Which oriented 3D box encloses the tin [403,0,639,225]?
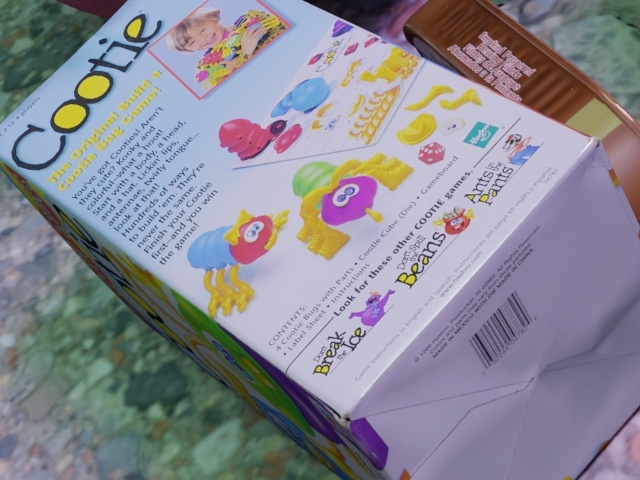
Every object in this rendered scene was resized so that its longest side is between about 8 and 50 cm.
[{"bbox_3d":[0.102,-0.050,0.722,0.040,0.106,0.189,-44,43,2],"label":"tin"}]

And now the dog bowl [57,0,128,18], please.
[{"bbox_3d":[-0.117,-0.296,0.877,0.150,0.408,0.408,-37,37,36],"label":"dog bowl"}]

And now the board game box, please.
[{"bbox_3d":[0.000,0.000,0.712,0.144,0.142,0.275,-46,45,-11],"label":"board game box"}]
